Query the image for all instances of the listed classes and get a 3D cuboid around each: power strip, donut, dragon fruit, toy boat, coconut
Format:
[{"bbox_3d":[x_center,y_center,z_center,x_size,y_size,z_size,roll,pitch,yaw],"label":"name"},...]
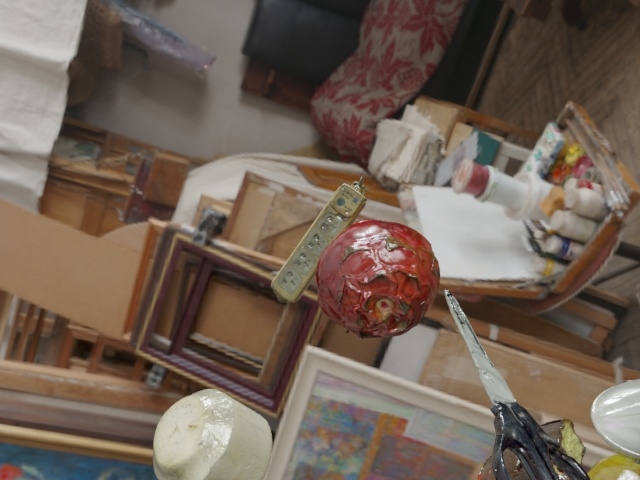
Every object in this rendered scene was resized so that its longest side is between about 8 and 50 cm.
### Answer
[{"bbox_3d":[0.000,0.000,1.368,0.305,0.064,0.044,-55,-11,5],"label":"power strip"},{"bbox_3d":[0.524,0.591,1.699,0.259,0.136,0.345,-32,-1,23],"label":"donut"},{"bbox_3d":[0.108,0.072,1.275,0.252,0.241,0.241,-41,-11,-45],"label":"dragon fruit"},{"bbox_3d":[0.530,0.267,0.987,0.141,0.270,0.140,-11,-90,-81],"label":"toy boat"},{"bbox_3d":[-0.224,0.464,1.492,0.237,0.266,0.237,-20,48,24],"label":"coconut"}]

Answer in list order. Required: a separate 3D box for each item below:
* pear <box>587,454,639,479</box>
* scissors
[{"bbox_3d":[0.536,0.472,1.169,0.200,0.200,0.199,-165,90,-72],"label":"pear"},{"bbox_3d":[0.173,0.148,0.653,0.022,0.109,0.300,-57,31,29],"label":"scissors"}]
